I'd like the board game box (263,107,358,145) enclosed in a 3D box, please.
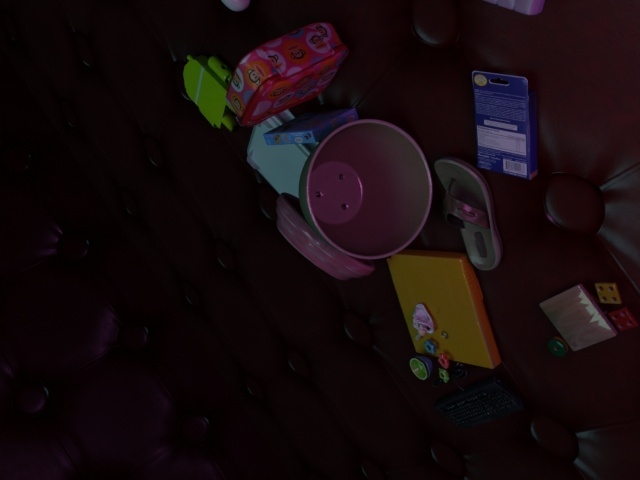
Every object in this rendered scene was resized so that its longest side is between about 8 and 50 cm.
[{"bbox_3d":[-0.028,-0.300,1.930,0.212,0.160,0.039,6,122,51],"label":"board game box"}]

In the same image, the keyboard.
[{"bbox_3d":[0.410,0.437,2.046,0.201,0.033,0.317,43,146,0],"label":"keyboard"}]

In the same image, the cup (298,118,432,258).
[{"bbox_3d":[0.077,-0.122,1.827,0.331,0.331,0.237,65,160,-11],"label":"cup"}]

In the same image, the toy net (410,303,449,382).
[{"bbox_3d":[0.290,0.285,2.002,0.122,0.045,0.232,23,132,53],"label":"toy net"}]

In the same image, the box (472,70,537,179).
[{"bbox_3d":[0.388,-0.247,1.538,0.136,0.036,0.225,22,134,42],"label":"box"}]

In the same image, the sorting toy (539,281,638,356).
[{"bbox_3d":[0.580,0.160,1.612,0.132,0.046,0.274,54,148,6],"label":"sorting toy"}]

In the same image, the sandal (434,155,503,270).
[{"bbox_3d":[0.343,-0.057,1.708,0.120,0.086,0.302,-4,114,54],"label":"sandal"}]

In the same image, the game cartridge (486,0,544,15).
[{"bbox_3d":[0.333,-0.597,1.274,0.230,0.068,0.354,30,130,30],"label":"game cartridge"}]

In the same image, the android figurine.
[{"bbox_3d":[-0.339,-0.469,2.299,0.273,0.056,0.248,47,146,16],"label":"android figurine"}]

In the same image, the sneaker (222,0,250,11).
[{"bbox_3d":[-0.233,-0.740,1.886,0.123,0.106,0.290,13,125,51],"label":"sneaker"}]

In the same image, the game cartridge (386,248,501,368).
[{"bbox_3d":[0.326,0.176,1.966,0.285,0.053,0.323,4,117,52],"label":"game cartridge"}]

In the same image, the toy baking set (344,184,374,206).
[{"bbox_3d":[0.142,-0.051,2.033,0.196,0.030,0.256,60,147,-4],"label":"toy baking set"}]

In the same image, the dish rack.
[{"bbox_3d":[-0.100,-0.230,2.171,0.333,0.072,0.285,47,145,15],"label":"dish rack"}]

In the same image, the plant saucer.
[{"bbox_3d":[0.000,0.000,2.015,0.332,0.084,0.332,39,-172,-7],"label":"plant saucer"}]

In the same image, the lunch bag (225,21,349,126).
[{"bbox_3d":[-0.092,-0.400,1.811,0.120,0.293,0.258,56,151,6],"label":"lunch bag"}]
